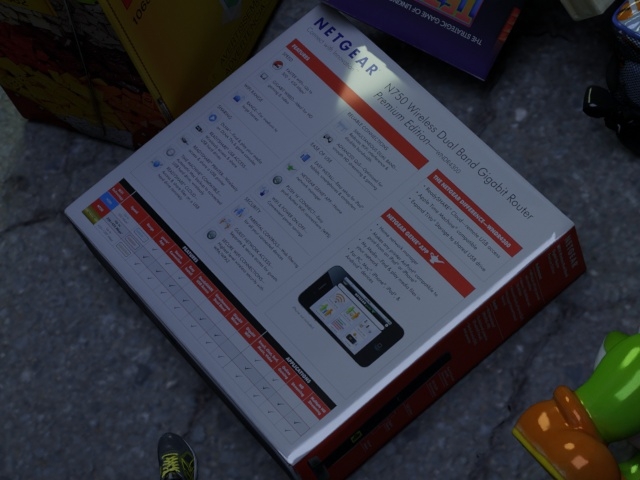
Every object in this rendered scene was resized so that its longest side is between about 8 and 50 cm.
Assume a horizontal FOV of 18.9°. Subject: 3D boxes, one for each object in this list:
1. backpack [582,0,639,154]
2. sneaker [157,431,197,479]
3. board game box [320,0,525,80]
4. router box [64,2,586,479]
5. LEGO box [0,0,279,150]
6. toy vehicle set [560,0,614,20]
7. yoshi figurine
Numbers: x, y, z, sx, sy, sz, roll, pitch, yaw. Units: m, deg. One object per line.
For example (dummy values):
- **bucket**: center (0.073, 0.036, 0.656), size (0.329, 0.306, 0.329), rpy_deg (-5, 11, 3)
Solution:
- **backpack**: center (0.392, -0.169, 1.536), size (0.263, 0.213, 0.276), rpy_deg (35, 72, 18)
- **sneaker**: center (-0.116, 0.190, 1.565), size (0.031, 0.035, 0.083), rpy_deg (-20, 58, 3)
- **board game box**: center (0.097, -0.238, 1.658), size (0.170, 0.048, 0.141), rpy_deg (25, 100, -9)
- **router box**: center (0.000, 0.000, 1.613), size (0.301, 0.082, 0.335), rpy_deg (-39, 59, -8)
- **LEGO box**: center (-0.138, -0.380, 1.698), size (0.193, 0.372, 0.500), rpy_deg (17, 67, 24)
- **toy vehicle set**: center (0.247, -0.323, 1.573), size (0.267, 0.166, 0.035), rpy_deg (-46, 17, -29)
- **yoshi figurine**: center (0.336, 0.097, 1.405), size (0.362, 0.203, 0.203), rpy_deg (-40, 84, -7)
